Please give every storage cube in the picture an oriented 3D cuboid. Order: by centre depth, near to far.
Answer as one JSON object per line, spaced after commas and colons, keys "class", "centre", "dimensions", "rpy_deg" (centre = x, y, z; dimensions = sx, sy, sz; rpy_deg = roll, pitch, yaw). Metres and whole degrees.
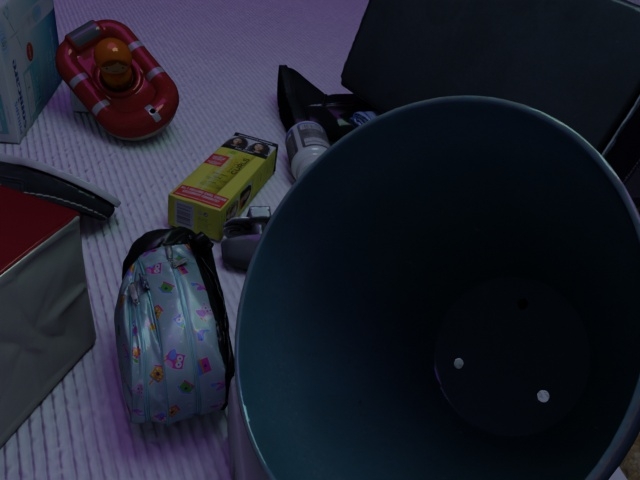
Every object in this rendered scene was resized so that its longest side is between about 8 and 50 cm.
{"class": "storage cube", "centre": [-0.350, 0.061, 0.514], "dimensions": [0.193, 0.184, 0.215], "rpy_deg": [18, 37, 10]}

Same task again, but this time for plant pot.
{"class": "plant pot", "centre": [0.105, 0.069, 0.421], "dimensions": [0.195, 0.290, 0.290], "rpy_deg": [27, 17, -46]}

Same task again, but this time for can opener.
{"class": "can opener", "centre": [0.000, 0.000, 0.798], "dimensions": [0.283, 0.076, 0.095], "rpy_deg": [1, 70, -14]}

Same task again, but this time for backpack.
{"class": "backpack", "centre": [-0.150, 0.096, 0.569], "dimensions": [0.115, 0.152, 0.182], "rpy_deg": [-11, 52, -16]}

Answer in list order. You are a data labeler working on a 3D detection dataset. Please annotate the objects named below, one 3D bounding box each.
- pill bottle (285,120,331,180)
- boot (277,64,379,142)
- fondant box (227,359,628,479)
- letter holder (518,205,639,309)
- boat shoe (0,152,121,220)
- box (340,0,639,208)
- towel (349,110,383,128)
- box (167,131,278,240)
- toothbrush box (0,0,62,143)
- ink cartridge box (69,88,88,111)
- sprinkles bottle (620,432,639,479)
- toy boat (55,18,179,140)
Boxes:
{"class": "pill bottle", "centre": [-0.016, -0.141, 0.956], "dimensions": [0.078, 0.078, 0.137], "rpy_deg": [1, 38, -12]}
{"class": "boot", "centre": [0.026, -0.270, 1.122], "dimensions": [0.207, 0.094, 0.247], "rpy_deg": [-4, 44, -15]}
{"class": "fondant box", "centre": [0.095, 0.224, 0.480], "dimensions": [0.329, 0.096, 0.238], "rpy_deg": [-1, 37, -14]}
{"class": "letter holder", "centre": [0.345, 0.017, 0.645], "dimensions": [0.152, 0.215, 0.301], "rpy_deg": [33, 22, 29]}
{"class": "boat shoe", "centre": [-0.428, -0.071, 0.755], "dimensions": [0.302, 0.114, 0.091], "rpy_deg": [18, 77, 0]}
{"class": "box", "centre": [0.384, -0.283, 0.975], "dimensions": [0.471, 0.298, 0.480], "rpy_deg": [-9, 41, -43]}
{"class": "towel", "centre": [0.201, -0.135, 0.961], "dimensions": [0.209, 0.034, 0.285], "rpy_deg": [-17, 58, -48]}
{"class": "box", "centre": [-0.146, -0.092, 0.874], "dimensions": [0.087, 0.058, 0.232], "rpy_deg": [18, 37, 9]}
{"class": "toothbrush box", "centre": [-0.559, -0.334, 0.965], "dimensions": [0.126, 0.217, 0.296], "rpy_deg": [3, 36, -9]}
{"class": "ink cartridge box", "centre": [-0.380, -0.293, 1.082], "dimensions": [0.181, 0.062, 0.104], "rpy_deg": [1, 38, -13]}
{"class": "sprinkles bottle", "centre": [0.345, 0.303, 0.412], "dimensions": [0.121, 0.121, 0.356], "rpy_deg": [1, 37, -13]}
{"class": "toy boat", "centre": [-0.346, -0.287, 0.951], "dimensions": [0.151, 0.151, 0.231], "rpy_deg": [-40, 89, -17]}
